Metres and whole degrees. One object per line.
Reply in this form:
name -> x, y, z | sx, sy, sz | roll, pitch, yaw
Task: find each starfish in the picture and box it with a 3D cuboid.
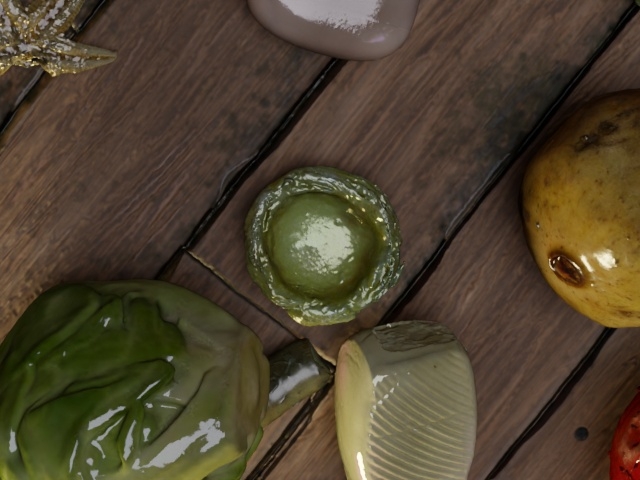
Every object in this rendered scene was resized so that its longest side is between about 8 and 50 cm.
starfish -> -0.343, -0.248, 1.589 | 0.247, 0.050, 0.138 | -5, 101, -13

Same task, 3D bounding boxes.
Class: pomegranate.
pomegranate -> 0.364, -0.034, 1.670 | 0.281, 0.281, 0.281 | -2, 102, -11

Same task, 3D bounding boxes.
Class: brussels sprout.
brussels sprout -> -0.223, 0.185, 1.580 | 0.328, 0.247, 0.328 | -3, 75, 10

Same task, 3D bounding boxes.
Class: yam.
yam -> -0.153, 0.242, 1.717 | 0.371, 0.083, 0.083 | -36, 106, -5

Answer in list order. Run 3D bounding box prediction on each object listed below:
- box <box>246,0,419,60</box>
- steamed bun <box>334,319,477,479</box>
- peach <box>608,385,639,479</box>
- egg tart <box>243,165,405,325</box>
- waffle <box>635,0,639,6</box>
box -> 0.015, -0.284, 1.632 | 0.200, 0.088, 0.146 | 16, 97, -13
steamed bun -> 0.091, 0.205, 1.727 | 0.170, 0.152, 0.239 | -12, 118, -21
peach -> 0.533, 0.267, 1.742 | 0.370, 0.370, 0.370 | -2, 102, -11
egg tart -> 0.000, 0.000, 1.696 | 0.197, 0.078, 0.197 | -2, 100, -12
waffle -> 0.401, -0.386, 1.706 | 0.207, 0.054, 0.214 | 30, 94, -18
